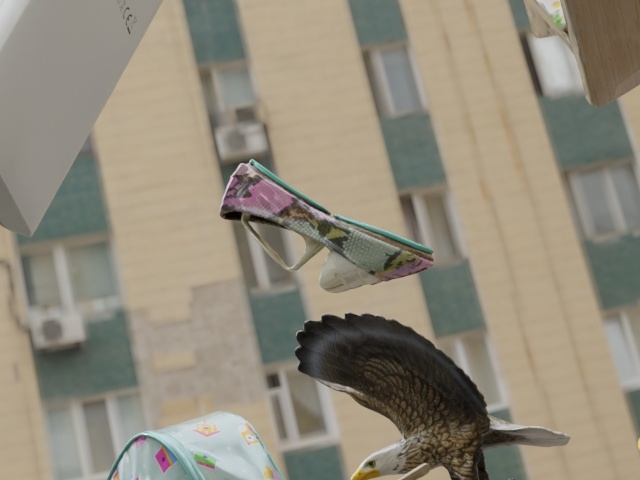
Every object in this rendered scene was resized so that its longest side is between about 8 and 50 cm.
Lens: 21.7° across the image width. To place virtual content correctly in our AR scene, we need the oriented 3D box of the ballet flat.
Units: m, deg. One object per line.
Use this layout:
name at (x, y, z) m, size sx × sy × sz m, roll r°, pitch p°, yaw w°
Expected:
ballet flat at (0.000, 0.000, 1.546) m, size 0.221 × 0.079 × 0.077 m, roll 27°, pitch -2°, yaw 23°

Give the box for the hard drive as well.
hard drive at (-0.253, -0.208, 1.664) m, size 0.047 × 0.353 × 0.233 m, roll 17°, pitch -25°, yaw 16°

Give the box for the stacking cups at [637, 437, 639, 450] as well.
stacking cups at (0.399, 0.321, 1.593) m, size 0.096 × 0.316 × 0.096 m, roll -21°, pitch 10°, yaw 4°

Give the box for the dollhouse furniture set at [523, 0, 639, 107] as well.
dollhouse furniture set at (0.202, -0.355, 0.949) m, size 0.394 × 0.362 × 0.256 m, roll -30°, pitch -35°, yaw 0°

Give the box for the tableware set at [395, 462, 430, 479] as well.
tableware set at (0.053, 0.287, 1.428) m, size 0.039 × 0.128 × 0.194 m, roll 8°, pitch 22°, yaw 43°

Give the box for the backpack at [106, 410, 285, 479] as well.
backpack at (-0.084, 0.219, 1.163) m, size 0.144 × 0.188 × 0.166 m, roll -7°, pitch -34°, yaw -31°

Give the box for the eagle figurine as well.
eagle figurine at (0.112, 0.204, 1.931) m, size 0.225 × 0.298 × 0.226 m, roll -14°, pitch -24°, yaw -45°
